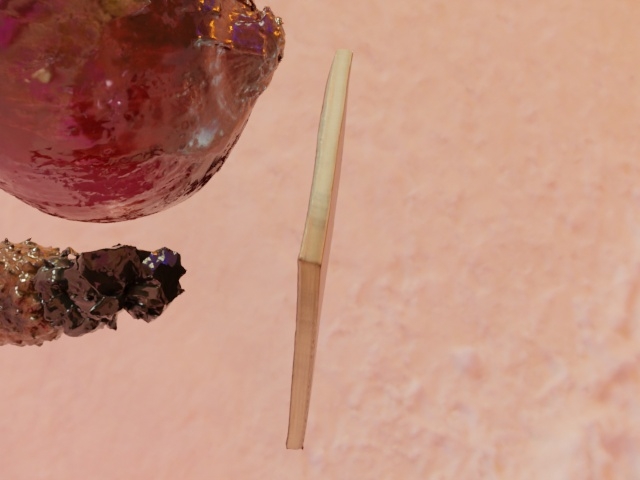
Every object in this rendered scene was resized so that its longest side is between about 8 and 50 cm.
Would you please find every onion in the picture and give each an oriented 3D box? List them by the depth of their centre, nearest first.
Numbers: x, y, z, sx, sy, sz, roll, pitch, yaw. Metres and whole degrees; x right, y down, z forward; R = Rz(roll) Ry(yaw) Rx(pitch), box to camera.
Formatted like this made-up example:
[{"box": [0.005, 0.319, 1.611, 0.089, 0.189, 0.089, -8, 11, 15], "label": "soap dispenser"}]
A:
[{"box": [-0.155, -0.143, 0.827, 0.276, 0.276, 0.276, 31, 42, -34], "label": "onion"}]

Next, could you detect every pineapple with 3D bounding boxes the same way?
[{"box": [-0.235, 0.046, 1.086, 0.119, 0.237, 0.111, -48, 124, -50], "label": "pineapple"}]

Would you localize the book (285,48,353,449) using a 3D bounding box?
[{"box": [0.000, 0.000, 1.230, 0.028, 0.262, 0.374, 6, 40, 2], "label": "book"}]
